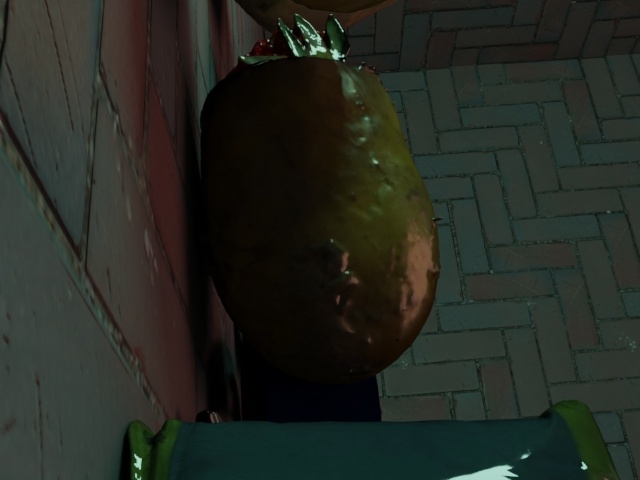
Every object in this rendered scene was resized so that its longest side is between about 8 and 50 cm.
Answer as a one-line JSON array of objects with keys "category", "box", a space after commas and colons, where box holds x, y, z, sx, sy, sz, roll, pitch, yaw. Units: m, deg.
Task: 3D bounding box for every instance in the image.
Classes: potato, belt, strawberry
[{"category": "potato", "box": [0.000, 0.000, 0.759, 0.229, 0.229, 0.266, 87, -15, -51]}, {"category": "belt", "box": [-0.019, 0.201, 0.903, 0.347, 0.117, 0.212, 122, -38, -73]}, {"category": "strawberry", "box": [-0.075, -0.125, 1.049, 0.306, 0.138, 0.233, 126, -25, -58]}]

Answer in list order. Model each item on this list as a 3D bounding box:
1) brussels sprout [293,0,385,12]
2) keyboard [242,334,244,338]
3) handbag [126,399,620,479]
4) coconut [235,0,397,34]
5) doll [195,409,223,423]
[{"category": "brussels sprout", "box": [-0.012, -0.350, 0.706, 0.268, 0.344, 0.343, -34, -126, 49]}, {"category": "keyboard", "box": [-0.078, 0.175, 1.195, 0.106, 0.027, 0.317, 58, -12, 22]}, {"category": "handbag", "box": [0.032, 0.214, 0.413, 0.222, 0.241, 0.263, -96, 180, -56]}, {"category": "coconut", "box": [-0.006, -0.460, 1.181, 0.352, 0.353, 0.352, 176, -90, -89]}, {"category": "doll", "box": [-0.061, 0.189, 0.651, 0.219, 0.067, 0.091, 85, -7, -69]}]
